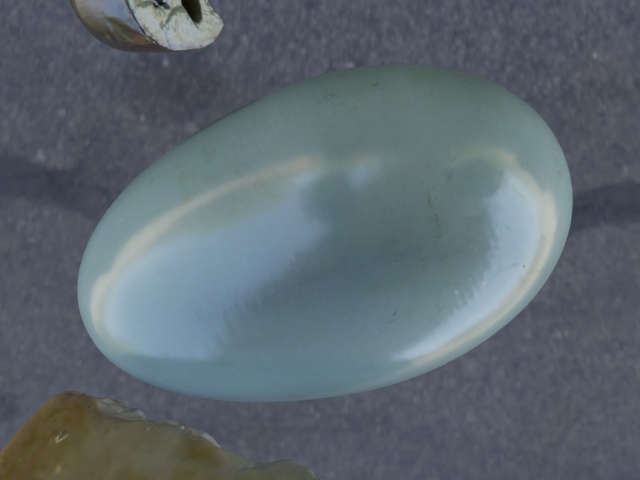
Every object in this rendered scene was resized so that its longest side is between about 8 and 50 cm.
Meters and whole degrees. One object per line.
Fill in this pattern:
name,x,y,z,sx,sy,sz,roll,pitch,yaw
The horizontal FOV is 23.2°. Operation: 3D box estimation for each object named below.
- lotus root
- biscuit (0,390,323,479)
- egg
lotus root,-0.219,-0.313,1.773,0.119,0.138,0.235,-5,114,44
biscuit,-0.141,0.319,1.187,0.429,0.446,0.104,29,154,23
egg,0.000,0.000,1.132,0.371,0.230,0.230,-18,128,10
